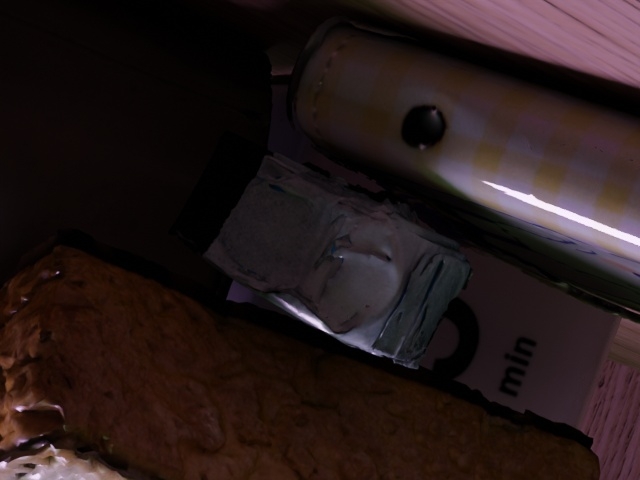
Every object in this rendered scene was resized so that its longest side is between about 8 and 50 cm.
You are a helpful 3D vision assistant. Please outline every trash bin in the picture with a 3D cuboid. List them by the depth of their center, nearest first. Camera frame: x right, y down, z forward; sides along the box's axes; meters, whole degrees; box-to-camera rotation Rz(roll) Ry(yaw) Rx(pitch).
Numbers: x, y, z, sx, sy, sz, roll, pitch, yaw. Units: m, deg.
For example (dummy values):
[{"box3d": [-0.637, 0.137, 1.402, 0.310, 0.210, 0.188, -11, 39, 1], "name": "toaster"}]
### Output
[{"box3d": [-0.186, -0.050, 0.783, 0.302, 0.203, 0.252, 21, 135, -17], "name": "trash bin"}]

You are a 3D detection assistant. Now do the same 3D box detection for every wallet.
[{"box3d": [0.161, 0.014, 0.646, 0.310, 0.077, 0.223, 23, 177, 29], "name": "wallet"}]

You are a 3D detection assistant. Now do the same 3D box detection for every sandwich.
[{"box3d": [-0.061, 0.115, 0.741, 0.273, 0.095, 0.249, 24, 145, -29], "name": "sandwich"}]

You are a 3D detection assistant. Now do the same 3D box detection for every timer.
[{"box3d": [0.027, 0.037, 0.926, 0.195, 0.192, 0.194, 22, 178, -18], "name": "timer"}]

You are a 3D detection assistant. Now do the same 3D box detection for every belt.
[{"box3d": [0.000, 0.000, 0.669, 0.105, 0.058, 0.140, 27, -178, -29], "name": "belt"}]
